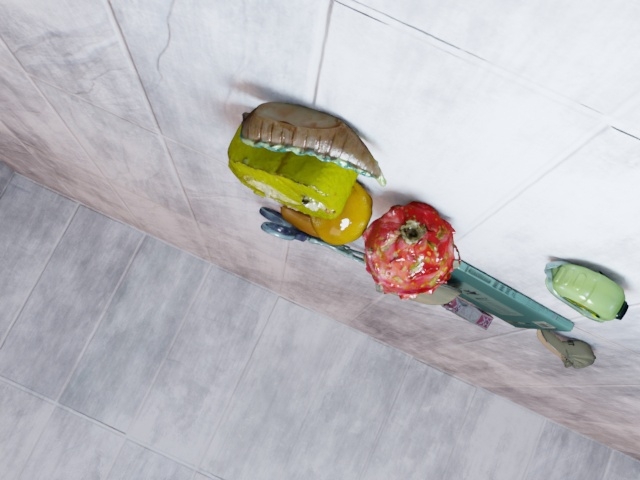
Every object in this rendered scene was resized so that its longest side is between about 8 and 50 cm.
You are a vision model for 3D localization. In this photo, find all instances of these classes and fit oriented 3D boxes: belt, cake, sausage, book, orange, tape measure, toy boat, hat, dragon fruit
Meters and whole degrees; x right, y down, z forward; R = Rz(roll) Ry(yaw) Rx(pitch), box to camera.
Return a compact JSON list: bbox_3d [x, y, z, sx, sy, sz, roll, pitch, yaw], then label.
[{"bbox_3d":[0.431,0.209,2.091,0.232,0.053,0.071,28,-174,-41],"label":"belt"},{"bbox_3d":[-0.057,-0.146,1.433,0.260,0.156,0.179,22,161,19],"label":"cake"},{"bbox_3d":[-0.043,-0.052,1.987,0.183,0.054,0.062,24,161,16],"label":"sausage"},{"bbox_3d":[0.463,0.155,1.922,0.379,0.031,0.264,29,167,-15],"label":"book"},{"bbox_3d":[0.047,-0.066,1.557,0.134,0.155,0.154,-2,180,-26],"label":"orange"},{"bbox_3d":[0.545,0.104,1.435,0.177,0.087,0.154,30,179,-13],"label":"tape measure"},{"bbox_3d":[-0.006,-0.184,1.289,0.292,0.108,0.099,19,135,3],"label":"toy boat"},{"bbox_3d":[0.696,0.292,1.994,0.175,0.085,0.147,47,-179,7],"label":"hat"},{"bbox_3d":[0.190,0.015,1.513,0.205,0.210,0.268,-20,163,1],"label":"dragon fruit"},{"bbox_3d":[0.251,0.078,1.878,0.244,0.149,0.214,6,162,-8],"label":"hat"}]

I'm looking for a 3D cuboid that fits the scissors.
[{"bbox_3d":[0.000,0.000,2.044,0.383,0.029,0.256,21,-167,-14],"label":"scissors"}]
